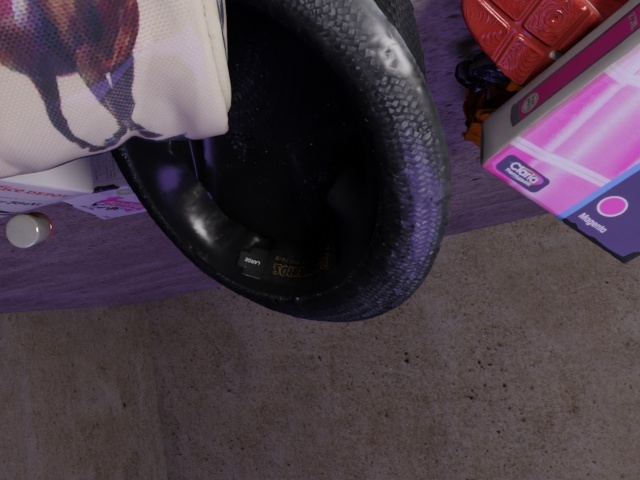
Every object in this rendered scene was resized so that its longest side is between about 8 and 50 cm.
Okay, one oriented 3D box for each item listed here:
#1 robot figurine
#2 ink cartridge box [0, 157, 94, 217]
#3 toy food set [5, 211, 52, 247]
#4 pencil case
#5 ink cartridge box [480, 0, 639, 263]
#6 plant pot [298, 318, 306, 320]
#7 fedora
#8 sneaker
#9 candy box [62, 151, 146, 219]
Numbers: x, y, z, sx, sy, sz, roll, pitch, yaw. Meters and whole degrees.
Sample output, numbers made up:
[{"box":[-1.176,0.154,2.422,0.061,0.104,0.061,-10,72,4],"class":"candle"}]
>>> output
[{"box":[0.240,-0.141,0.818,0.211,0.085,0.291,21,175,5],"class":"robot figurine"},{"box":[-0.351,-0.072,0.765,0.203,0.086,0.148,-12,172,26],"class":"ink cartridge box"},{"box":[-0.412,-0.031,0.943,0.232,0.111,0.104,-10,-175,0],"class":"toy food set"},{"box":[-0.235,-0.099,0.353,0.410,0.160,0.183,-12,131,0],"class":"pencil case"},{"box":[0.302,-0.126,0.543,0.175,0.069,0.371,30,134,-20],"class":"ink cartridge box"},{"box":[0.000,0.000,1.089,0.284,0.191,0.284,-19,-174,2],"class":"plant pot"},{"box":[-0.020,-0.097,0.571,0.334,0.334,0.152,-18,-155,50],"class":"fedora"},{"box":[0.216,-0.180,0.649,0.221,0.128,0.087,28,133,-14],"class":"sneaker"},{"box":[-0.196,-0.084,0.923,0.196,0.070,0.165,-10,174,3],"class":"candy box"}]
